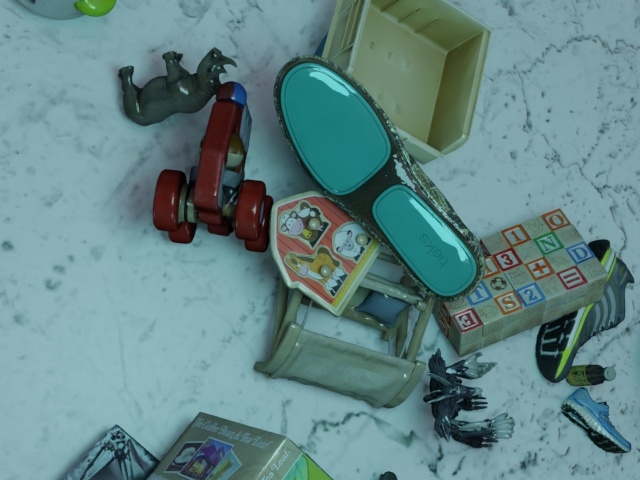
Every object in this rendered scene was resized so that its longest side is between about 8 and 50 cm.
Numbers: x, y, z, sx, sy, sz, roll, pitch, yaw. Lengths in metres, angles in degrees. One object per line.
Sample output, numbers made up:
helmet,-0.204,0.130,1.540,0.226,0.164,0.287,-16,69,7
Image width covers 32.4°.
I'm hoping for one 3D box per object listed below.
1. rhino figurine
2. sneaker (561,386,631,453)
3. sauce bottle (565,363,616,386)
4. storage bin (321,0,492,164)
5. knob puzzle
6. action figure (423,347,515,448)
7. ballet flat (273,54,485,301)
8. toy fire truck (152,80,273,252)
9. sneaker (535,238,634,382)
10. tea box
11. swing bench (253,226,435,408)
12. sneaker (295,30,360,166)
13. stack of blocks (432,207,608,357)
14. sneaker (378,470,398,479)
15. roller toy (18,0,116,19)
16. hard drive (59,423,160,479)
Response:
rhino figurine,-0.240,-0.263,1.859,0.073,0.243,0.106,-21,97,-63
sneaker,0.539,0.343,2.100,0.162,0.063,0.073,44,66,-8
sauce bottle,0.508,0.252,2.068,0.042,0.128,0.042,3,79,-17
storage bin,0.144,-0.308,1.927,0.262,0.123,0.260,27,63,-26
knob puzzle,0.000,0.000,1.803,0.213,0.030,0.213,6,75,-22
action figure,0.255,0.275,1.900,0.141,0.275,0.164,-13,68,10
ballet flat,0.095,-0.104,1.823,0.164,0.182,0.483,-39,99,12
toy fire truck,-0.162,-0.123,1.814,0.169,0.302,0.253,6,81,3
sneaker,0.516,0.147,2.104,0.121,0.111,0.300,36,73,-15
tea box,-0.083,0.456,1.686,0.323,0.329,0.220,47,69,-18
swing bench,0.051,0.140,1.906,0.253,0.165,0.254,18,75,-18
sneaker,0.076,-0.239,2.014,0.208,0.127,0.318,23,67,-27
stack of blocks,0.350,0.075,2.022,0.297,0.087,0.171,-21,55,-11
sneaker,0.155,0.514,1.910,0.106,0.078,0.234,-8,87,6
roller toy,-0.434,-0.479,1.852,0.191,0.146,0.209,16,70,-26
hard drive,-0.358,0.442,1.767,0.172,0.054,0.254,43,69,-8
